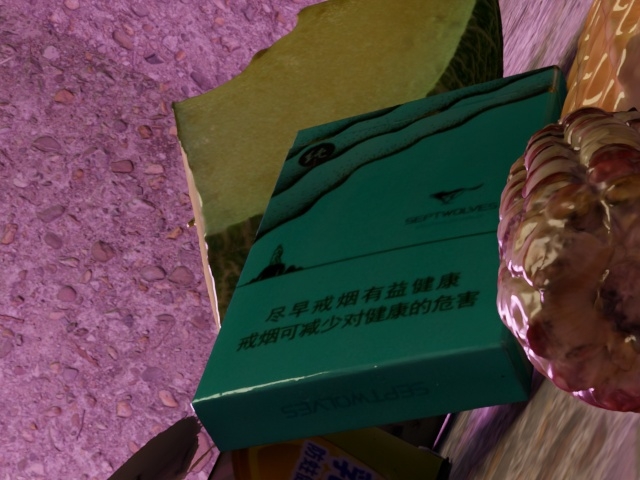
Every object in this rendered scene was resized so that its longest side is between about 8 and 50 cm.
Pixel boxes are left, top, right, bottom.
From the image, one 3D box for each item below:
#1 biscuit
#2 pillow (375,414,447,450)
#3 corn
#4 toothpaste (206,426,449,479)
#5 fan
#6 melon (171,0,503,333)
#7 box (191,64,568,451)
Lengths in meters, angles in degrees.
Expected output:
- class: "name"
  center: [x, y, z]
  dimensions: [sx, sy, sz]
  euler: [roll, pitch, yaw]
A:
- class: "biscuit"
  center: [0.184, -0.167, 0.830]
  dimensions: [0.309, 0.040, 0.204]
  euler: [-64, 1, -6]
- class: "pillow"
  center: [-0.005, 0.160, 0.938]
  dimensions: [0.241, 0.093, 0.051]
  euler: [-61, 38, 12]
- class: "corn"
  center: [0.095, -0.004, 0.549]
  dimensions: [0.079, 0.079, 0.237]
  euler: [-63, -2, 11]
- class: "toothpaste"
  center: [-0.034, 0.199, 0.754]
  dimensions: [0.327, 0.110, 0.077]
  euler: [-65, 0, -54]
- class: "fan"
  center: [-0.083, 0.128, 0.852]
  dimensions: [0.329, 0.009, 0.191]
  euler: [-42, -18, -47]
- class: "melon"
  center: [0.000, 0.000, 1.242]
  dimensions: [0.331, 0.226, 0.344]
  euler: [-57, -27, -34]
- class: "box"
  center: [0.040, 0.004, 0.845]
  dimensions: [0.042, 0.160, 0.226]
  euler: [63, -152, -31]
